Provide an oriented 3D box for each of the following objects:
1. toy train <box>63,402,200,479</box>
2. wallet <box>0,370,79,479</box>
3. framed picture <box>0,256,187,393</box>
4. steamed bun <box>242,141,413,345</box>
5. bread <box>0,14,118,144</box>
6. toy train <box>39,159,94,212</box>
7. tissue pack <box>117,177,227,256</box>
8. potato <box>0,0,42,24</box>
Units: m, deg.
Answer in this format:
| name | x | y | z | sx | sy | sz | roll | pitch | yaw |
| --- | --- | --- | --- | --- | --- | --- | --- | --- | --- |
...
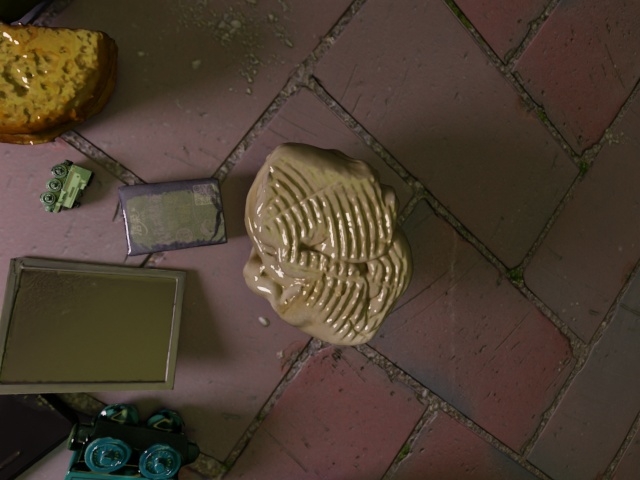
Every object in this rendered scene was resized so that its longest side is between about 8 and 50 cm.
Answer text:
| name | x | y | z | sx | sy | sz | roll | pitch | yaw |
| --- | --- | --- | --- | --- | --- | --- | --- | --- | --- |
| toy train | -0.306 | 0.357 | 0.658 | 0.198 | 0.107 | 0.154 | 21 | 96 | -21 |
| wallet | -0.502 | 0.306 | 0.611 | 0.250 | 0.044 | 0.149 | -36 | 109 | -14 |
| framed picture | -0.350 | 0.135 | 0.641 | 0.253 | 0.014 | 0.196 | 7 | 78 | -21 |
| steamed bun | 0.002 | -0.003 | 0.688 | 0.289 | 0.203 | 0.275 | 33 | 92 | -6 |
| bread | -0.401 | -0.201 | 0.539 | 0.261 | 0.160 | 0.146 | -8 | 104 | -26 |
| toy train | -0.383 | -0.078 | 0.620 | 0.053 | 0.033 | 0.083 | 21 | 88 | -24 |
| tissue pack | -0.238 | -0.041 | 0.669 | 0.157 | 0.051 | 0.112 | -8 | 96 | -19 |
| potato | -0.436 | -0.393 | 0.512 | 0.187 | 0.149 | 0.252 | 3 | 85 | -36 |
